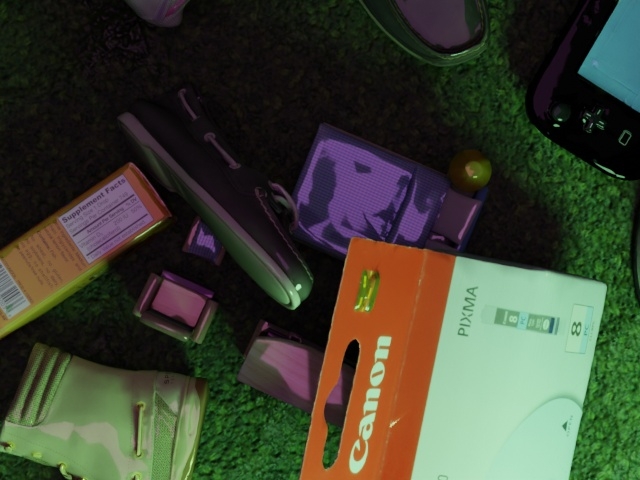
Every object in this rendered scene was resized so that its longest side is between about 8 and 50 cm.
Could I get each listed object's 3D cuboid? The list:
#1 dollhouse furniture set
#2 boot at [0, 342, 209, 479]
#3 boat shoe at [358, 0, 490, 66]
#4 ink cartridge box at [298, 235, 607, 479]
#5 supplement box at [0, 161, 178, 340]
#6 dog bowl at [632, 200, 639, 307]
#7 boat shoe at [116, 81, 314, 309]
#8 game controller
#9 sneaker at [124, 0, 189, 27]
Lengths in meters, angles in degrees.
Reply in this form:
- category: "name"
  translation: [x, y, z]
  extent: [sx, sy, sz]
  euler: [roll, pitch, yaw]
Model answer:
- category: "dollhouse furniture set"
  translation: [0.000, 0.000, 1.409]
  extent: [0.286, 0.198, 0.303]
  euler: [25, 90, -2]
- category: "boot"
  translation: [-0.239, 0.249, 1.457]
  extent: [0.203, 0.095, 0.262]
  euler: [14, 89, -2]
- category: "boat shoe"
  translation: [0.067, -0.341, 1.438]
  extent: [0.132, 0.130, 0.355]
  euler: [-29, 91, -1]
- category: "ink cartridge box"
  translation: [0.133, 0.167, 1.341]
  extent: [0.091, 0.385, 0.308]
  euler: [13, 91, 35]
- category: "supplement box"
  translation: [-0.265, 0.013, 1.463]
  extent: [0.233, 0.078, 0.080]
  euler: [-32, 89, -1]
- category: "dog bowl"
  translation: [0.540, 0.015, 1.448]
  extent: [0.408, 0.150, 0.408]
  euler: [0, 90, -1]
- category: "boat shoe"
  translation: [-0.088, -0.061, 1.373]
  extent: [0.095, 0.112, 0.335]
  euler: [-37, 47, -11]
- category: "game controller"
  translation: [0.350, -0.225, 1.480]
  extent: [0.166, 0.067, 0.319]
  euler: [30, 91, -2]
- category: "sneaker"
  translation: [-0.128, -0.322, 1.457]
  extent: [0.103, 0.111, 0.252]
  euler: [29, 69, 38]
